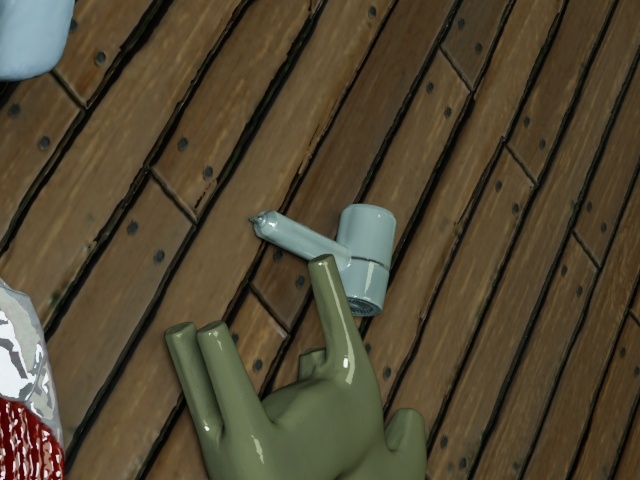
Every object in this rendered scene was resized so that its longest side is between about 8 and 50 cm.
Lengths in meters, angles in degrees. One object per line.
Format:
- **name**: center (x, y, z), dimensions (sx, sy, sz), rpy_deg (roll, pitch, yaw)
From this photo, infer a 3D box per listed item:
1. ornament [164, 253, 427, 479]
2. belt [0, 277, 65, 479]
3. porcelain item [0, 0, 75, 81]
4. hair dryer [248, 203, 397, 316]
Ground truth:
- **ornament**: center (0.001, 0.138, 1.225), dimensions (0.230, 0.061, 0.245), rpy_deg (-33, 112, -48)
- **belt**: center (-0.227, 0.106, 0.929), dimensions (0.128, 0.124, 0.201), rpy_deg (-8, 85, -29)
- **porcelain item**: center (-0.315, -0.115, 0.778), dimensions (0.405, 0.243, 0.178), rpy_deg (-26, 122, -50)
- **hair dryer**: center (0.000, 0.000, 1.264), dimensions (0.137, 0.047, 0.082), rpy_deg (25, 65, -36)
